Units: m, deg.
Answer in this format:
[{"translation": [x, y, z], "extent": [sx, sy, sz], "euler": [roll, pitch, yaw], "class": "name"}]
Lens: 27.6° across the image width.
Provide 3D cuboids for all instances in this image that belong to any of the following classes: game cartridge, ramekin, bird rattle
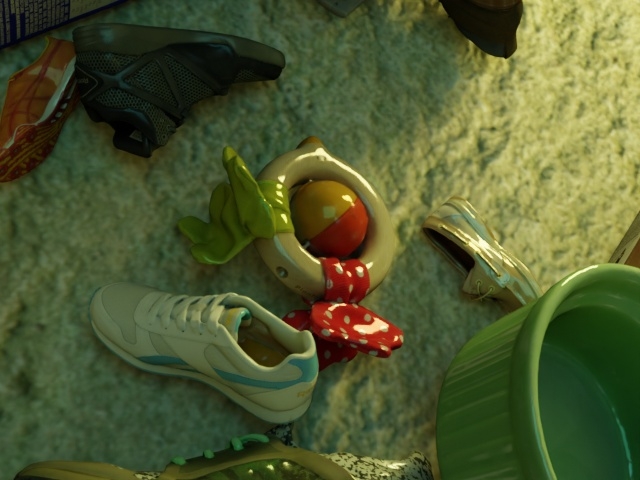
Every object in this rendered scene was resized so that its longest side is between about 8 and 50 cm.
[{"translation": [0.011, -0.286, 1.442], "extent": [0.083, 0.017, 0.056], "euler": [44, 63, 6], "class": "game cartridge"}, {"translation": [0.249, 0.186, 1.191], "extent": [0.303, 0.148, 0.303], "euler": [16, 62, -33], "class": "ramekin"}, {"translation": [0.000, 0.000, 1.273], "extent": [0.253, 0.143, 0.207], "euler": [40, 50, 1], "class": "bird rattle"}]

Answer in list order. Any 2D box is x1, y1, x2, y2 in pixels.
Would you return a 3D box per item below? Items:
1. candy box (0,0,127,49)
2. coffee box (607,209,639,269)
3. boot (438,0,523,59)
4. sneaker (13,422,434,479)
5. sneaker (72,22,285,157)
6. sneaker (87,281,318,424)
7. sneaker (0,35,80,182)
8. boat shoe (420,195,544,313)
[{"translation": [-0.274, -0.375, 1.353], "extent": [0.317, 0.122, 0.268], "euler": [-26, 75, -22], "class": "candy box"}, {"translation": [0.394, 0.016, 1.365], "extent": [0.141, 0.098, 0.246], "euler": [35, 66, 4], "class": "coffee box"}, {"translation": [0.139, -0.283, 1.446], "extent": [0.082, 0.106, 0.219], "euler": [-35, 52, -18], "class": "boot"}, {"translation": [-0.069, 0.239, 1.181], "extent": [0.410, 0.158, 0.182], "euler": [10, 36, -7], "class": "sneaker"}, {"translation": [-0.141, -0.150, 1.322], "extent": [0.227, 0.087, 0.130], "euler": [-3, 96, -34], "class": "sneaker"}, {"translation": [-0.107, 0.084, 1.210], "extent": [0.228, 0.092, 0.087], "euler": [21, 44, 7], "class": "sneaker"}, {"translation": [-0.290, -0.129, 1.295], "extent": [0.067, 0.064, 0.175], "euler": [20, 58, 12], "class": "sneaker"}, {"translation": [0.167, 0.034, 1.331], "extent": [0.059, 0.063, 0.170], "euler": [-33, 70, -19], "class": "boat shoe"}]
